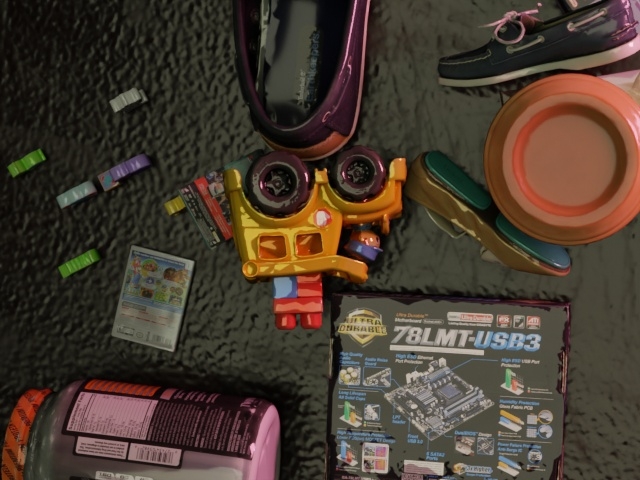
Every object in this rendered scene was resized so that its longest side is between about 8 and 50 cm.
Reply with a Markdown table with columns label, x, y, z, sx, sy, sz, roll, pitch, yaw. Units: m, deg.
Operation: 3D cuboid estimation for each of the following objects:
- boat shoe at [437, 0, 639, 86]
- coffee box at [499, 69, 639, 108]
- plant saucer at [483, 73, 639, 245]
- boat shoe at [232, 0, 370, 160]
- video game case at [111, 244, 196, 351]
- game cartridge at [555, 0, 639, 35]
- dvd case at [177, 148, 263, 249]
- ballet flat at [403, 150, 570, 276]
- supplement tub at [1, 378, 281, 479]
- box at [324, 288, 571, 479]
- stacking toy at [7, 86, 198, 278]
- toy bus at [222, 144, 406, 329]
| label | x | y | z | sx | sy | sz | roll | pitch | yaw |
| --- | --- | --- | --- | --- | --- | --- | --- | --- | --- |
| boat shoe | 0.249 | -0.235 | 1.696 | 0.254 | 0.095 | 0.079 | -7 | 111 | 34 |
| coffee box | 0.346 | -0.126 | 1.710 | 0.246 | 0.098 | 0.141 | -9 | 91 | 10 |
| plant saucer | 0.286 | -0.092 | 1.652 | 0.199 | 0.037 | 0.200 | 1 | 95 | 9 |
| boat shoe | -0.022 | -0.348 | 1.737 | 0.186 | 0.156 | 0.501 | 2 | 91 | 11 |
| video game case | -0.216 | 0.075 | 1.858 | 0.087 | 0.011 | 0.122 | 14 | 95 | 9 |
| game cartridge | 0.340 | -0.416 | 1.722 | 0.230 | 0.068 | 0.355 | -31 | 87 | 5 |
| dvd case | -0.108 | -0.052 | 1.807 | 0.119 | 0.013 | 0.087 | -29 | 88 | -17 |
| ballet flat | 0.201 | -0.019 | 1.764 | 0.232 | 0.080 | 0.073 | 40 | 126 | 8 |
| supplement tub | -0.218 | 0.275 | 1.775 | 0.315 | 0.193 | 0.194 | 6 | 93 | 10 |
| box | 0.154 | 0.214 | 1.771 | 0.295 | 0.073 | 0.294 | 2 | 92 | 10 |
| stacking toy | -0.278 | -0.074 | 1.842 | 0.221 | 0.052 | 0.167 | -28 | 87 | 10 |
| toy bus | 0.000 | 0.000 | 1.726 | 0.220 | 0.149 | 0.212 | -6 | 82 | -2 |
